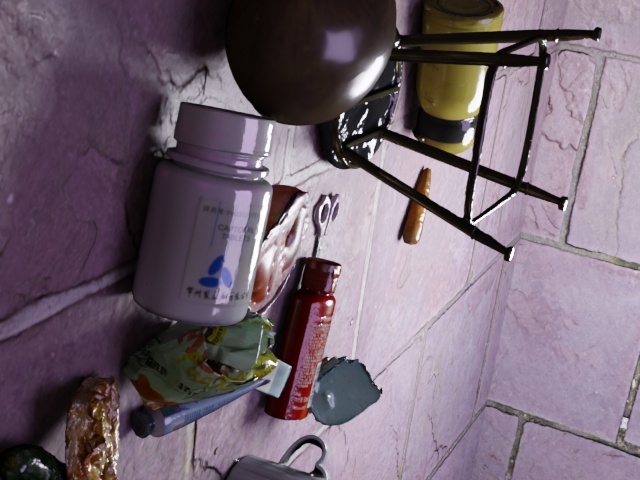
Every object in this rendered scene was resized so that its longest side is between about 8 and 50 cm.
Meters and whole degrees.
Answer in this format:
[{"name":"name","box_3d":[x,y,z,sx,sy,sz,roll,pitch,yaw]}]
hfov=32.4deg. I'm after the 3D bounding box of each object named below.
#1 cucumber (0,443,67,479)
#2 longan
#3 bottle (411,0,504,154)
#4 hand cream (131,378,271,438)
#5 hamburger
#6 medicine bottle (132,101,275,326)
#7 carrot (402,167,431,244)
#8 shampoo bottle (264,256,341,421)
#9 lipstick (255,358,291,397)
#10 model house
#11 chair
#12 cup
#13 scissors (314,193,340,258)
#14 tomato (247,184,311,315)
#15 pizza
[{"name":"cucumber","box_3d":[-0.360,0.313,1.443,0.227,0.069,0.069,64,47,-64]},{"name":"longan","box_3d":[-0.014,-0.311,1.574,0.300,0.243,0.300,4,90,-84]},{"name":"bottle","box_3d":[0.290,-0.352,2.382,0.171,0.171,0.351,-47,148,-48]},{"name":"hand cream","box_3d":[-0.191,0.262,1.752,0.256,0.088,0.055,-11,79,-48]},{"name":"hamburger","box_3d":[-0.149,0.169,1.630,0.235,0.214,0.125,-10,89,-59]},{"name":"medicine bottle","box_3d":[-0.158,-0.039,1.533,0.170,0.170,0.293,-10,113,-66]},{"name":"carrot","box_3d":[0.231,-0.083,2.598,0.047,0.047,0.191,23,78,-68]},{"name":"shampoo bottle","box_3d":[-0.031,0.190,2.118,0.118,0.076,0.314,2,104,-59]},{"name":"lipstick","box_3d":[-0.140,0.209,1.887,0.068,0.066,0.317,-67,157,-8]},{"name":"model house","box_3d":[0.025,0.301,2.270,0.148,0.149,0.119,-35,104,-10]},{"name":"chair","box_3d":[0.239,-0.227,2.015,0.364,0.410,0.362,-32,134,-58]},{"name":"cup","box_3d":[-0.064,0.487,2.085,0.221,0.202,0.167,-55,152,-38]},{"name":"scissors","box_3d":[0.000,0.000,2.144,0.100,0.015,0.189,-11,117,-64]},{"name":"tomato","box_3d":[-0.107,0.011,1.766,0.228,0.112,0.199,-53,158,-43]},{"name":"pizza","box_3d":[-0.301,0.250,1.460,0.161,0.062,0.182,75,15,-56]}]
